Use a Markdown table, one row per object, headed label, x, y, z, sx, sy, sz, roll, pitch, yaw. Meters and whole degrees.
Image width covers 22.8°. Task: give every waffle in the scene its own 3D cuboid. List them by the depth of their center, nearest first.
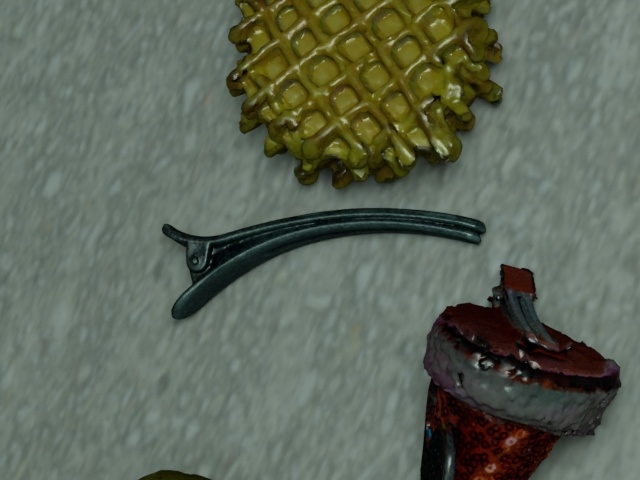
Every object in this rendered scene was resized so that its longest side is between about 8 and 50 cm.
| label | x | y | z | sx | sy | sz | roll | pitch | yaw |
| --- | --- | --- | --- | --- | --- | --- | --- | --- | --- |
| waffle | 0.031 | -0.134 | 1.112 | 0.193 | 0.070 | 0.197 | -3 | 76 | 17 |

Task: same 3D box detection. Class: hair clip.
| label | x | y | z | sx | sy | sz | roll | pitch | yaw |
| --- | --- | --- | --- | --- | --- | --- | --- | --- | --- |
| hair clip | 0.000 | 0.000 | 1.110 | 0.229 | 0.039 | 0.070 | -12 | 74 | 14 |

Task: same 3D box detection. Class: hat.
| label | x | y | z | sx | sy | sz | roll | pitch | yaw |
| --- | --- | --- | --- | --- | --- | --- | --- | --- | --- |
| hat | 0.101 | 0.140 | 1.028 | 0.140 | 0.129 | 0.227 | 41 | 115 | 60 |

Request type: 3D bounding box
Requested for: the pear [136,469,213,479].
| label | x | y | z | sx | sy | sz | roll | pitch | yaw |
| --- | --- | --- | --- | --- | --- | --- | --- | --- | --- |
| pear | -0.085 | 0.214 | 1.058 | 0.107 | 0.107 | 0.131 | -21 | 62 | 13 |
